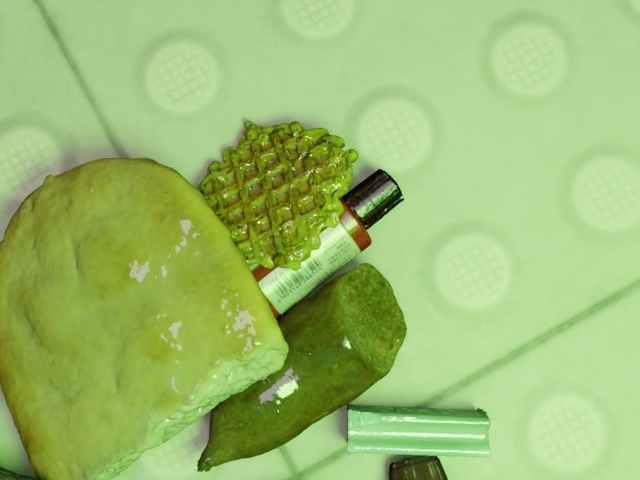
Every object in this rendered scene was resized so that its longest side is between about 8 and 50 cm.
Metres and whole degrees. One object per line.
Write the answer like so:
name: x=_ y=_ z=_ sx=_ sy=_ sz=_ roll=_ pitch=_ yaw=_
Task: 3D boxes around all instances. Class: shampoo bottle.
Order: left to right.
shampoo bottle: x=0.000 y=0.000 z=1.243 sx=0.278 sy=0.104 sz=0.104 roll=-38 pitch=85 yaw=-2

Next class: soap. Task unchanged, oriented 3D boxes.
soap: x=0.135 y=0.270 z=1.214 sx=0.198 sy=0.114 sz=0.063 roll=1 pitch=84 yaw=0

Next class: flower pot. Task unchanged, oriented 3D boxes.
flower pot: x=0.141 y=0.355 z=1.216 sx=0.111 sy=0.111 sz=0.089 roll=-15 pitch=72 yaw=-1

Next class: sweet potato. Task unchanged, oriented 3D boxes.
sweet potato: x=-0.037 y=0.191 z=1.212 sx=0.370 sy=0.158 sz=0.158 roll=-37 pitch=85 yaw=5

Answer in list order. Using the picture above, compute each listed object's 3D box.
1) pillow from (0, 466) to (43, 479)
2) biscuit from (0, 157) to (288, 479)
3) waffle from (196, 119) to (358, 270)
pillow: x=-0.512 y=0.445 z=1.114 sx=0.228 sy=0.101 sz=0.326 roll=17 pitch=75 yaw=8
biscuit: x=-0.289 y=0.099 z=1.180 sx=0.429 sy=0.104 sz=0.446 roll=-29 pitch=77 yaw=19
waffle: x=-0.074 y=-0.068 z=1.223 sx=0.254 sy=0.052 sz=0.245 roll=13 pitch=67 yaw=32
